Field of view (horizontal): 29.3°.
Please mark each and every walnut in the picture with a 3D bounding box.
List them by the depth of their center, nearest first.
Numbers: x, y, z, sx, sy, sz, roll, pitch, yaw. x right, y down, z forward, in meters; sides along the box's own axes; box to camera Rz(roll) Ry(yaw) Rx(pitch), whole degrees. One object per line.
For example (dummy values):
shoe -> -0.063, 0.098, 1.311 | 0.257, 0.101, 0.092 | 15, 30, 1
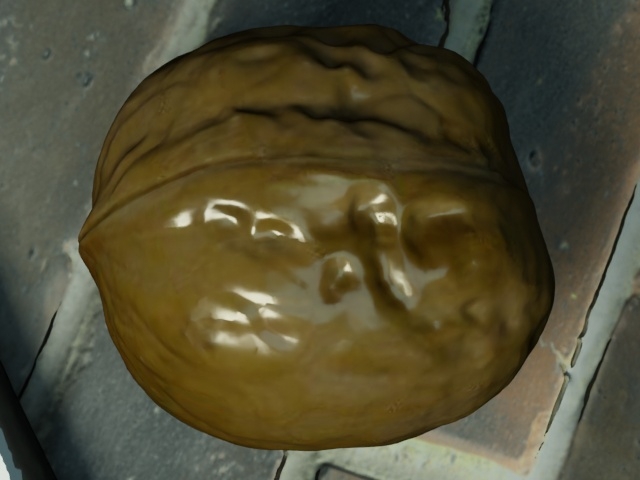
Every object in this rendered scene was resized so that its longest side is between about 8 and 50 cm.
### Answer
walnut -> 0.000, 0.000, 1.021 | 0.398, 0.308, 0.354 | 3, 57, -15

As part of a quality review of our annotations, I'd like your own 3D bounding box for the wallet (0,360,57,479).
wallet -> -0.333, 0.221, 1.037 | 0.228, 0.062, 0.406 | -23, 96, 7
